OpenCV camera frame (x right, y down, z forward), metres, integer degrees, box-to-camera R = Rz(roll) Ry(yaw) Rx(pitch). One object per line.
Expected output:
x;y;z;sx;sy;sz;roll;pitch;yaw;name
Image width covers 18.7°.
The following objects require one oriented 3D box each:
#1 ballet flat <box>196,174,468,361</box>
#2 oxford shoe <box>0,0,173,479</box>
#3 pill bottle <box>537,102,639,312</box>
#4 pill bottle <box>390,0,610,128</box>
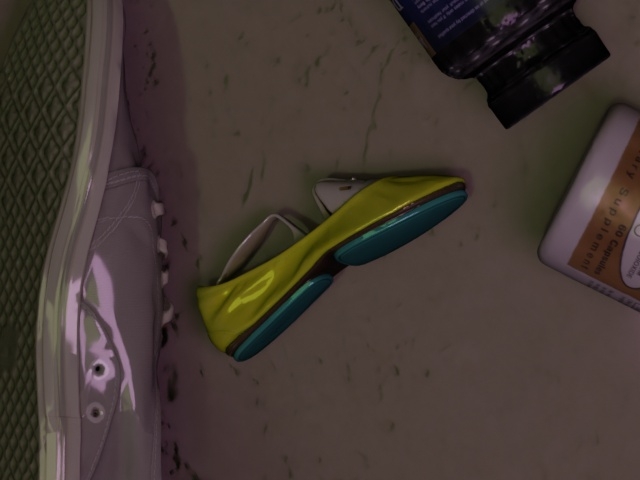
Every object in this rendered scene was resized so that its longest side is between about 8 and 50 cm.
0.000;0.000;1.463;0.231;0.077;0.077;-36;73;12;ballet flat
-0.176;0.020;1.469;0.130;0.169;0.449;2;88;-33;oxford shoe
0.283;0.006;1.388;0.229;0.131;0.131;27;99;5;pill bottle
0.109;-0.195;1.398;0.123;0.123;0.219;-35;89;10;pill bottle
